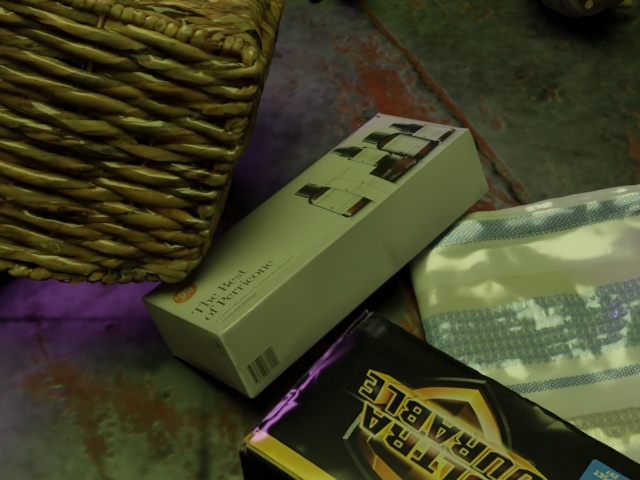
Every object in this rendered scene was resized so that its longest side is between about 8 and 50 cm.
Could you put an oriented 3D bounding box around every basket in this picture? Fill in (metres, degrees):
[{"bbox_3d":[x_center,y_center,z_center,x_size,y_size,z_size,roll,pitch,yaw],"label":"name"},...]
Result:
[{"bbox_3d":[-0.191,-0.113,0.743,0.299,0.213,0.223,17,27,-7],"label":"basket"}]

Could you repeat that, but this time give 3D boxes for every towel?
[{"bbox_3d":[0.181,0.080,0.706,0.209,0.034,0.285,-10,50,-3],"label":"towel"}]

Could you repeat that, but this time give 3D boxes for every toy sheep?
[{"bbox_3d":[0.224,-0.239,0.940,0.091,0.091,0.132,-21,38,-13],"label":"toy sheep"}]

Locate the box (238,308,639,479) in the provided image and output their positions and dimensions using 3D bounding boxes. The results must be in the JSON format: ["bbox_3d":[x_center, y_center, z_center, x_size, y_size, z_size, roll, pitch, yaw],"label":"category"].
[{"bbox_3d":[0.101,0.200,0.424,0.257,0.322,0.079,31,58,26],"label":"box"}]

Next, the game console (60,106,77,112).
[{"bbox_3d":[-0.308,-0.183,0.865,0.250,0.173,0.293,-19,48,-34],"label":"game console"}]

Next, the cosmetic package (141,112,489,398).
[{"bbox_3d":[0.000,0.000,0.750,0.239,0.060,0.099,-40,32,-26],"label":"cosmetic package"}]
